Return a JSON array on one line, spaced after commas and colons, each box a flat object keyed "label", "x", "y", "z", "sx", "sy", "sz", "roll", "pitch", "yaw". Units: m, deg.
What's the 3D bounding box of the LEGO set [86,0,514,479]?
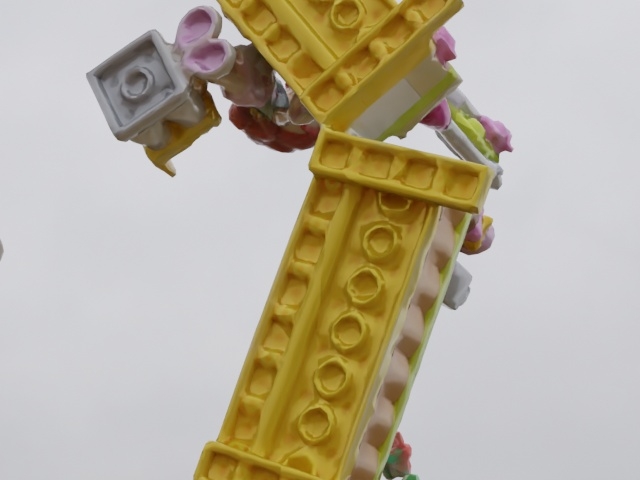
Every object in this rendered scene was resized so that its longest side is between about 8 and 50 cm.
[{"label": "LEGO set", "x": 0.000, "y": 0.000, "z": 0.450, "sx": 0.132, "sy": 0.287, "sz": 0.107, "roll": -21, "pitch": -24, "yaw": 16}]

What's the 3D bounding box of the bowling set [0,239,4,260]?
[{"label": "bowling set", "x": -0.373, "y": -0.064, "z": 1.184, "sx": 0.154, "sy": 0.200, "sz": 0.287, "roll": -33, "pitch": -49, "yaw": 25}]
